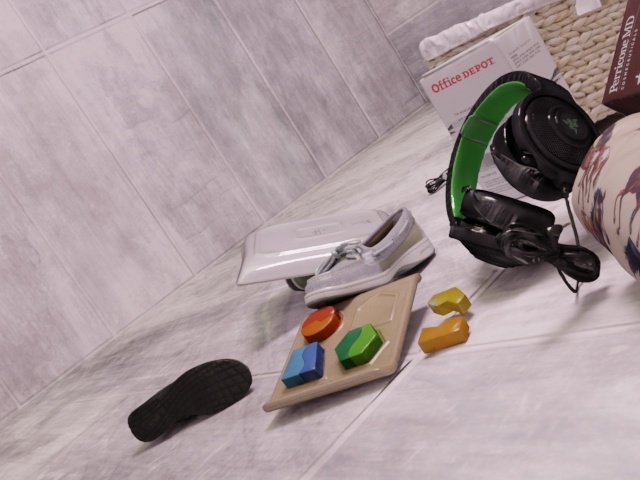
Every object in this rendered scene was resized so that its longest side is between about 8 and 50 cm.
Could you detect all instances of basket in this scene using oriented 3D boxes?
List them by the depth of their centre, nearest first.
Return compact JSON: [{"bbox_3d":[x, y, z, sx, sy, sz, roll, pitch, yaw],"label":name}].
[{"bbox_3d":[0.439,-0.355,1.567,0.328,0.266,0.331,-26,10,-27],"label":"basket"}]

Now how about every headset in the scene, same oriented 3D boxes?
[{"bbox_3d":[0.239,-0.073,1.011,0.394,0.185,0.243,-108,37,-56],"label":"headset"}]

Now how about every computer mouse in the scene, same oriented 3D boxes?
[{"bbox_3d":[0.316,-0.152,1.814,0.106,0.042,0.193,-30,3,-13],"label":"computer mouse"}]

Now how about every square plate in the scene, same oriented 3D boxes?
[{"bbox_3d":[0.000,0.000,1.622,0.344,0.049,0.347,-11,13,-1],"label":"square plate"}]

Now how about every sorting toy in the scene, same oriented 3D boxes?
[{"bbox_3d":[0.068,0.119,1.093,0.307,0.041,0.229,-24,21,31],"label":"sorting toy"}]

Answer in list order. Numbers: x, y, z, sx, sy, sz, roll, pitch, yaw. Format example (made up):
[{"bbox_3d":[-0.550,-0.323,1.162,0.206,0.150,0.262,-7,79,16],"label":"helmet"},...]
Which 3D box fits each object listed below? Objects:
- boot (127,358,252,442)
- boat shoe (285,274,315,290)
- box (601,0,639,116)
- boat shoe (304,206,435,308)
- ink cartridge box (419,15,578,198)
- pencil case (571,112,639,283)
[{"bbox_3d":[-0.210,0.249,1.372,0.246,0.083,0.161,-28,4,17],"label":"boot"},{"bbox_3d":[-0.012,0.059,1.700,0.069,0.081,0.228,-29,2,36],"label":"boat shoe"},{"bbox_3d":[0.511,-0.239,1.023,0.203,0.167,0.168,-7,65,70],"label":"box"},{"bbox_3d":[0.075,0.028,1.310,0.118,0.103,0.320,-27,-2,43],"label":"boat shoe"},{"bbox_3d":[0.329,-0.221,1.389,0.114,0.273,0.197,-39,11,-33],"label":"ink cartridge box"},{"bbox_3d":[0.339,-0.017,0.640,0.183,0.160,0.410,-20,11,9],"label":"pencil case"}]
